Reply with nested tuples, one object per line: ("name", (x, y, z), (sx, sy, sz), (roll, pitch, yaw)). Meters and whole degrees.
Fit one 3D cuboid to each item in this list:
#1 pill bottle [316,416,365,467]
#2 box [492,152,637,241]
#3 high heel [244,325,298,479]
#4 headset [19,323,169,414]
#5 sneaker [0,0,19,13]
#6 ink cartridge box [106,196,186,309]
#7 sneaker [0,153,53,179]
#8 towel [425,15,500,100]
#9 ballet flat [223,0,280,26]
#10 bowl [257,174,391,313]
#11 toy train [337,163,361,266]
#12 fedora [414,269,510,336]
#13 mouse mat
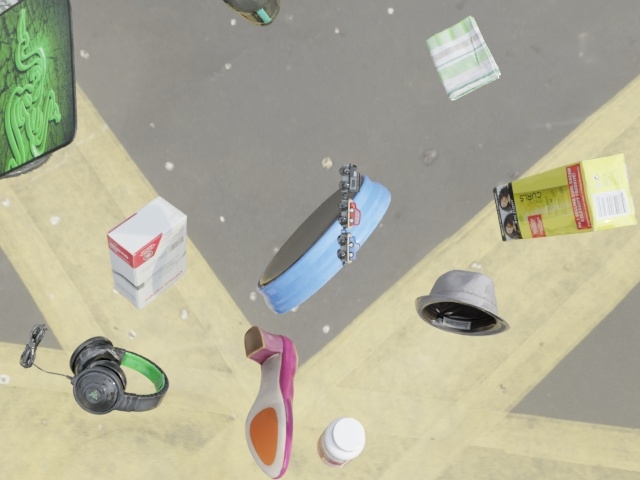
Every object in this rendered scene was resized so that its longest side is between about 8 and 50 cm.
("pill bottle", (0.045, 0.417, 1.338), (0.086, 0.152, 0.086), (5, 61, -9))
("box", (0.303, -0.047, 0.827), (0.058, 0.232, 0.087), (-10, 90, -11))
("high heel", (-0.084, 0.385, 1.529), (0.127, 0.181, 0.377), (-27, 50, 25))
("headset", (-0.590, 0.334, 1.722), (0.394, 0.243, 0.185), (17, 104, -30))
("sneaker", (-0.580, -0.475, 1.205), (0.102, 0.293, 0.146), (-4, 74, 12))
("ink cartridge box", (-0.489, 0.040, 1.840), (0.114, 0.273, 0.197), (35, 53, 17))
("sneaker", (-0.677, -0.170, 1.323), (0.101, 0.106, 0.267), (5, 28, 39))
("towel", (0.291, -0.379, 1.331), (0.113, 0.023, 0.152), (-24, 73, 17))
("ballet flat", (-0.106, -0.388, 0.838), (0.095, 0.096, 0.281), (-19, 63, 17))
("bowl", (0.000, 0.000, 1.504), (0.077, 0.391, 0.391), (44, 73, -10))
("toy train", (0.045, -0.038, 0.988), (0.036, 0.027, 0.158), (1, 99, -1))
("fedora", (0.384, 0.158, 1.717), (0.243, 0.275, 0.124), (24, 67, -9))
("mouse mat", (-0.302, -0.166, 0.659), (0.152, 0.007, 0.190), (-16, 75, 29))
